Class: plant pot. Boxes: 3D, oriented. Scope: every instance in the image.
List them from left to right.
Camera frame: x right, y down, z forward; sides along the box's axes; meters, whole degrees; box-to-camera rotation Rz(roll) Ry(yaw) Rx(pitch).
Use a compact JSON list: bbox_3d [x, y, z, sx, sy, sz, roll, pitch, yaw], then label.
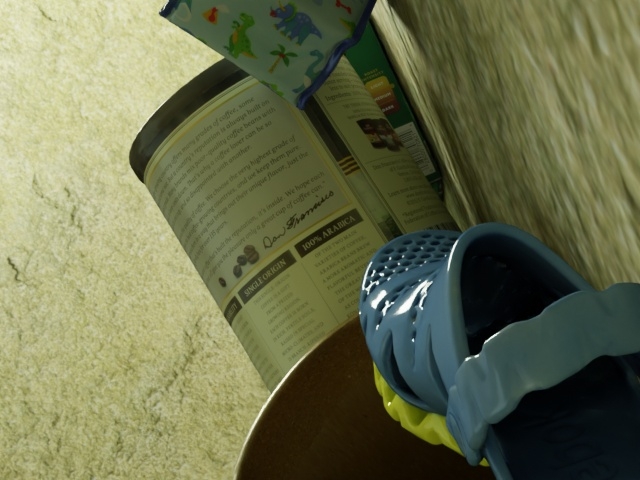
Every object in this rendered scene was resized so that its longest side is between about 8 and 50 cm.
[{"bbox_3d":[0.111,0.190,0.777,0.254,0.237,0.237,49,-171,-29],"label":"plant pot"}]

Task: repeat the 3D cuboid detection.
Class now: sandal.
[{"bbox_3d":[0.094,0.048,0.566,0.317,0.126,0.138,-133,22,-65],"label":"sandal"}]

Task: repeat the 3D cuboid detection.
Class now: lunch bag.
[{"bbox_3d":[-0.026,-0.190,0.885,0.129,0.096,0.151,35,-145,-10],"label":"lunch bag"}]

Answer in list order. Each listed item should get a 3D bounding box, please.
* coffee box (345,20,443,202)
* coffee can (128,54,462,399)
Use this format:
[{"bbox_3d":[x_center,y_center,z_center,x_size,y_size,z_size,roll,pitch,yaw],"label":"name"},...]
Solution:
[{"bbox_3d":[0.058,-0.115,1.106,0.113,0.040,0.184,67,179,-74],"label":"coffee box"},{"bbox_3d":[0.000,0.000,0.971,0.275,0.201,0.201,58,178,13],"label":"coffee can"}]
